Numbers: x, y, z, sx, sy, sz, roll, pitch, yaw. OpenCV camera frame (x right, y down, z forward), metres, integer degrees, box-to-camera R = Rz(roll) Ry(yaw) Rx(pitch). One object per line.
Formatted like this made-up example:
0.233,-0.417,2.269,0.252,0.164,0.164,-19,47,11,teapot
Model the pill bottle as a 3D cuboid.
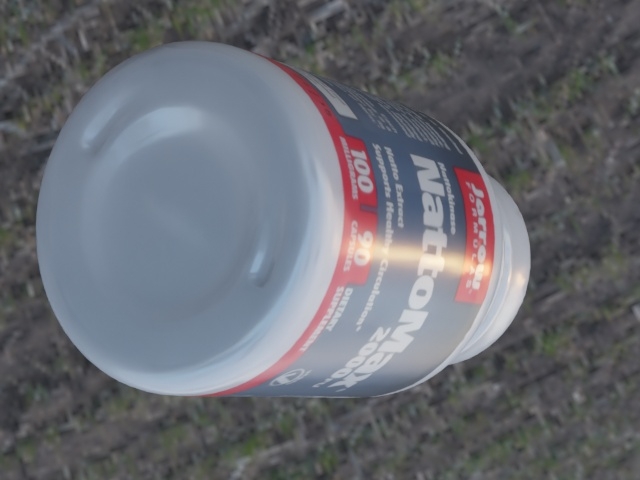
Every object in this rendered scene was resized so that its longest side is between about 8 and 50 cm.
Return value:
0.000,0.000,0.558,0.108,0.108,0.180,-38,158,22,pill bottle
